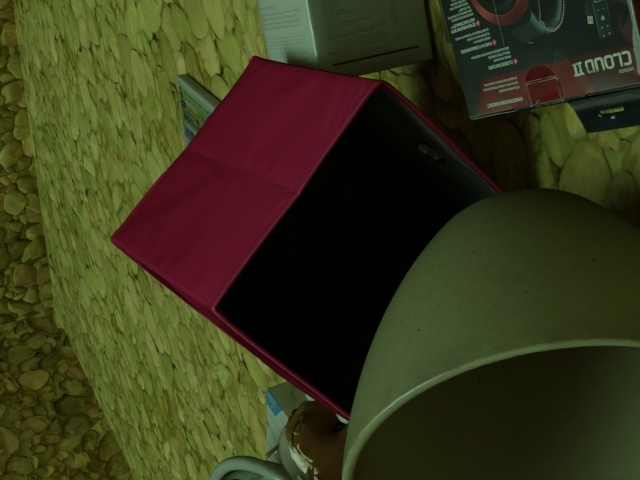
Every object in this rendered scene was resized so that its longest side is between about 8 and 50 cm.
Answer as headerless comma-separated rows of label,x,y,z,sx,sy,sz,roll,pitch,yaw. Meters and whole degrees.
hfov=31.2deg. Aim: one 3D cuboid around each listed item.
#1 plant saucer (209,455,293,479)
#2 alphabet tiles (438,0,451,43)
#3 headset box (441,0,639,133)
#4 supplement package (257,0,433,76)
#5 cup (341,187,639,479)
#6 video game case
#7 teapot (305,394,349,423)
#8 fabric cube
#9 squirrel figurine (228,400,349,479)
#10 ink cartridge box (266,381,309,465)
plant saucer,-0.012,0.489,1.796,0.400,0.100,0.400,32,139,33
alphabet tiles,0.166,-0.249,1.044,0.237,0.009,0.198,9,114,66
headset box,0.186,-0.224,0.866,0.218,0.110,0.293,-4,102,63
supplement package,0.011,-0.296,1.201,0.134,0.139,0.244,15,118,64
cup,0.181,0.098,0.926,0.237,0.331,0.331,-90,5,-45
video game case,-0.184,-0.156,1.913,0.212,0.023,0.193,43,144,52
teapot,0.104,0.155,1.246,0.252,0.187,0.256,55,151,36
fabric cube,0.000,0.000,1.128,0.254,0.259,0.258,41,171,-31
squirrel figurine,0.035,0.406,1.455,0.397,0.370,0.281,30,156,10
ink cartridge box,-0.039,0.327,1.868,0.104,0.061,0.181,50,149,41
